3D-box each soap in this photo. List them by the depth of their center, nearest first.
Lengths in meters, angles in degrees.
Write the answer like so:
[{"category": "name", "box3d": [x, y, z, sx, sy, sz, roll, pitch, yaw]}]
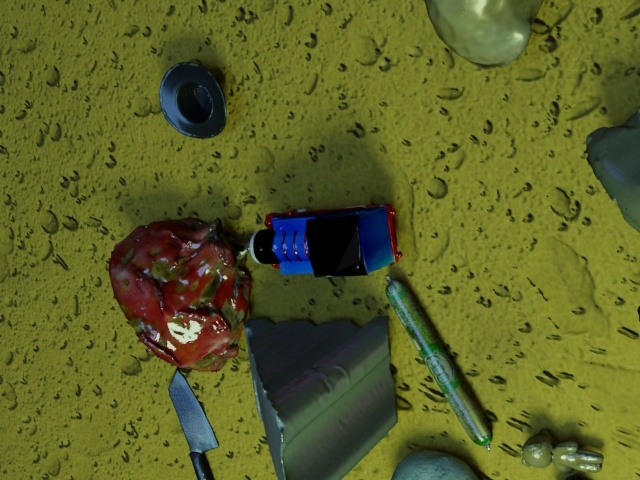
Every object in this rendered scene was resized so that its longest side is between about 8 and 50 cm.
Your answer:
[{"category": "soap", "box3d": [-0.060, 0.221, 1.134, 0.258, 0.302, 0.158, 0, 106, 34]}]

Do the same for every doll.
[{"category": "doll", "box3d": [0.300, 0.272, 1.064, 0.093, 0.051, 0.061, 24, 141, 28]}]

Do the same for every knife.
[{"category": "knife", "box3d": [-0.201, 0.321, 1.405, 0.060, 0.028, 0.230, -21, 87, 21]}]

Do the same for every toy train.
[{"category": "toy train", "box3d": [0.000, 0.000, 1.134, 0.204, 0.131, 0.082, -4, 100, 32]}]

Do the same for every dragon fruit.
[{"category": "dragon fruit", "box3d": [-0.198, 0.050, 1.268, 0.211, 0.134, 0.262, -42, 74, 21]}]

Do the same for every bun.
[{"category": "bun", "box3d": [0.155, 0.357, 1.155, 0.141, 0.083, 0.140, 7, 105, 27]}]

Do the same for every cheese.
[{"category": "cheese", "box3d": [0.391, -0.090, 0.871, 0.203, 0.091, 0.175, -32, 46, 16]}]

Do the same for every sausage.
[{"category": "sausage", "box3d": [0.157, 0.162, 1.135, 0.033, 0.033, 0.269, -34, 83, 33]}]

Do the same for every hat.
[{"category": "hat", "box3d": [-0.175, -0.206, 1.240, 0.121, 0.050, 0.121, 9, 110, 24]}]

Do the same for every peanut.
[{"category": "peanut", "box3d": [0.157, -0.362, 0.936, 0.174, 0.158, 0.339, -28, 90, 12]}]

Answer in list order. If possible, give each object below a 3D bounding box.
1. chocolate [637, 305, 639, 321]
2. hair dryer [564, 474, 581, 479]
[{"category": "chocolate", "box3d": [0.487, 0.095, 0.794, 0.303, 0.303, 0.213, -22, 113, 34]}, {"category": "hair dryer", "box3d": [0.402, 0.326, 1.021, 0.173, 0.050, 0.195, 50, 118, 11]}]
